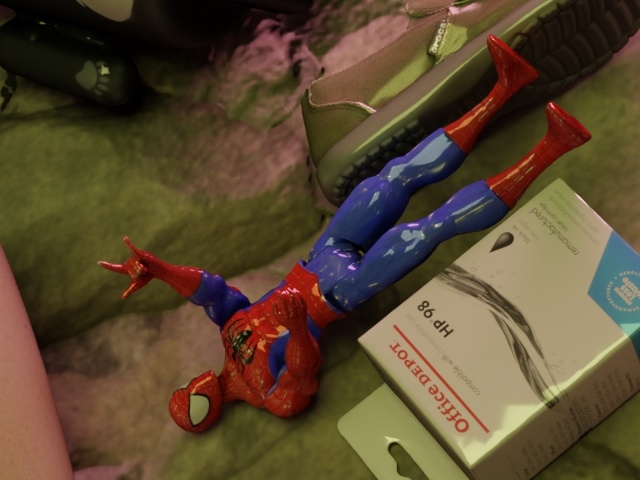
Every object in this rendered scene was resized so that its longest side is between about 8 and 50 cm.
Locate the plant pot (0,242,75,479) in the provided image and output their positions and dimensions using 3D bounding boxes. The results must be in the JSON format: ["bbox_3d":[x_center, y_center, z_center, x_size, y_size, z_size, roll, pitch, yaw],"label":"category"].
[{"bbox_3d":[-0.240,0.122,1.034,0.256,0.256,0.274,-33,74,-1],"label":"plant pot"}]

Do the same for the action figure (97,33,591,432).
[{"bbox_3d":[0.000,0.000,1.041,0.280,0.139,0.091,-45,55,13],"label":"action figure"}]

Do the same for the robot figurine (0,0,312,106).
[{"bbox_3d":[-0.130,-0.216,1.209,0.278,0.173,0.209,17,58,26],"label":"robot figurine"}]

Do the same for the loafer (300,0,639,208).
[{"bbox_3d":[0.090,-0.121,1.122,0.251,0.094,0.087,-34,61,-2],"label":"loafer"}]

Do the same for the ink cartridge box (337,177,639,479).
[{"bbox_3d":[0.097,0.066,1.035,0.180,0.060,0.104,-39,58,-5],"label":"ink cartridge box"}]
